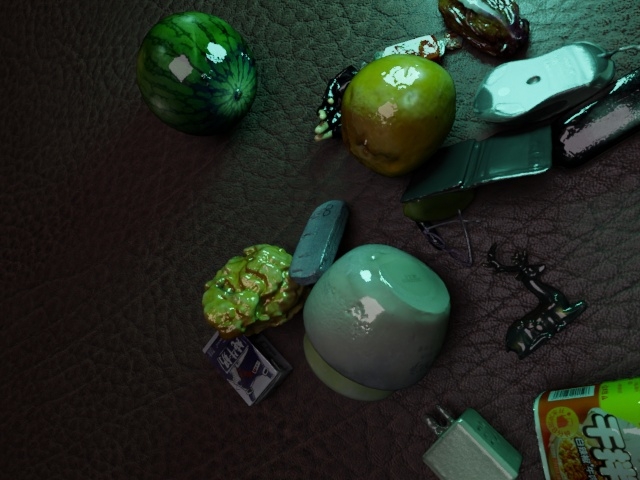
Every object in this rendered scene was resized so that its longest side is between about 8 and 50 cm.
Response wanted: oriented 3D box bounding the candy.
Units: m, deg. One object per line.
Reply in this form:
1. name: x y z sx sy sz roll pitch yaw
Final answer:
1. candy: 0.224 -0.467 1.350 0.293 0.059 0.086 -17 81 3

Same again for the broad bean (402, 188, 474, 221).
1. broad bean: 0.284 -0.096 1.274 0.175 0.124 0.082 -10 46 1

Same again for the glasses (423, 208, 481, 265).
1. glasses: 0.330 -0.018 1.278 0.140 0.062 0.103 35 80 1

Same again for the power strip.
1. power strip: 0.323 0.472 1.197 0.224 0.140 0.139 43 105 22

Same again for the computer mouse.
1. computer mouse: 0.537 -0.353 1.191 0.380 0.090 0.167 -16 60 23

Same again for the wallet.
1. wallet: 0.353 -0.179 1.194 0.323 0.247 0.041 -10 120 30

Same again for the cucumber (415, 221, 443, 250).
1. cucumber: 0.269 -0.028 1.328 0.032 0.032 0.133 -36 73 18

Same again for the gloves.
1. gloves: 0.054 -0.345 1.405 0.203 0.124 0.164 -41 88 8

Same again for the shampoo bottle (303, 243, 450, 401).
1. shampoo bottle: 0.126 0.180 1.211 0.322 0.323 0.317 38 122 23

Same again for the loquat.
1. loquat: 0.189 -0.296 1.258 0.284 0.276 0.276 -31 68 -21

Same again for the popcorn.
1. popcorn: -0.184 0.141 1.383 0.265 0.332 0.225 -18 102 38

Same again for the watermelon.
1. watermelon: -0.347 -0.468 1.499 0.364 0.363 0.362 -2 84 25

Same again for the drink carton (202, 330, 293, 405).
1. drink carton: -0.203 0.334 1.485 0.222 0.102 0.134 43 102 21

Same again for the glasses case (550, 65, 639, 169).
1. glasses case: 0.636 -0.271 1.149 0.315 0.075 0.122 -34 71 19

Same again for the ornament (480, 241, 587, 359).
1. ornament: 0.444 0.125 1.207 0.202 0.080 0.236 -44 72 13

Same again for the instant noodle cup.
1. instant noodle cup: 0.600 0.386 1.020 0.308 0.294 0.293 -14 80 32

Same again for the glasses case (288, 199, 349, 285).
1. glasses case: 0.000 0.000 1.362 0.109 0.067 0.282 -12 39 35

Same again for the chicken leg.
1. chicken leg: 0.366 -0.610 1.304 0.158 0.096 0.406 -29 70 15
